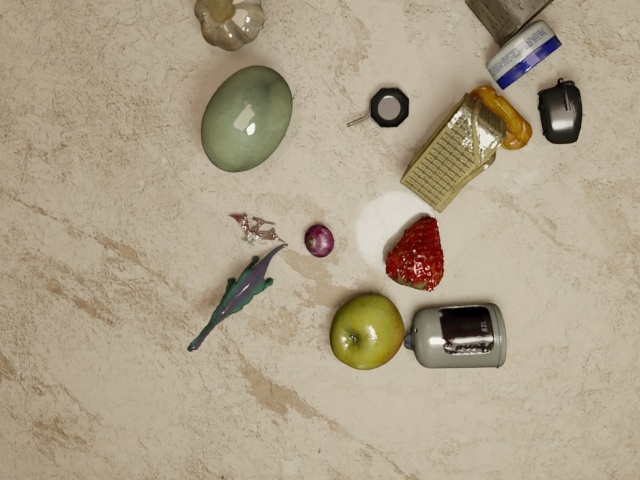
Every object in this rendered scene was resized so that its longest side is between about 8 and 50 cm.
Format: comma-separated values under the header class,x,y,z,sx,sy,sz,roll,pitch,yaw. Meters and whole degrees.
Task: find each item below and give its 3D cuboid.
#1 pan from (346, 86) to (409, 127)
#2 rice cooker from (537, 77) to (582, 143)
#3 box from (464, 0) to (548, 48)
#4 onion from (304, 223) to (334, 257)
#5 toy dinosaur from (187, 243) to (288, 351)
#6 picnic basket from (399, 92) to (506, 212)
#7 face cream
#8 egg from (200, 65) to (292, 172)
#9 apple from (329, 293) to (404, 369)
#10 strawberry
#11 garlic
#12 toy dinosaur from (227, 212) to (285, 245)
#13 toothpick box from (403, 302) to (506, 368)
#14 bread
class,x,y,z,sx,sy,sz,roll,pitch,yaw
pan,0.187,-0.432,1.688,0.201,0.048,0.129,2,97,3
rice cooker,0.748,-0.399,1.606,0.118,0.142,0.203,-9,95,18
box,0.611,-0.762,1.518,0.297,0.225,0.190,-42,92,8
onion,0.000,0.000,1.751,0.104,0.115,0.115,-12,101,-39
toy dinosaur,-0.258,0.177,1.672,0.129,0.331,0.383,43,101,-5
picnic basket,0.413,-0.266,1.565,0.175,0.228,0.313,37,121,0
face cream,0.606,-0.561,1.558,0.206,0.206,0.111,-38,89,9
egg,-0.232,-0.378,1.625,0.258,0.258,0.352,31,94,-1
apple,0.152,0.304,1.714,0.260,0.194,0.261,3,96,28
strawberry,0.317,0.035,1.685,0.205,0.205,0.245,16,82,2
garlic,-0.279,-0.714,1.630,0.227,0.152,0.228,2,105,9
toy dinosaur,-0.224,-0.034,1.790,0.220,0.032,0.108,27,96,-10
toothpick box,0.434,0.323,1.714,0.316,0.229,0.229,-4,98,7
bread,0.568,-0.389,1.646,0.102,0.094,0.245,-44,93,4
